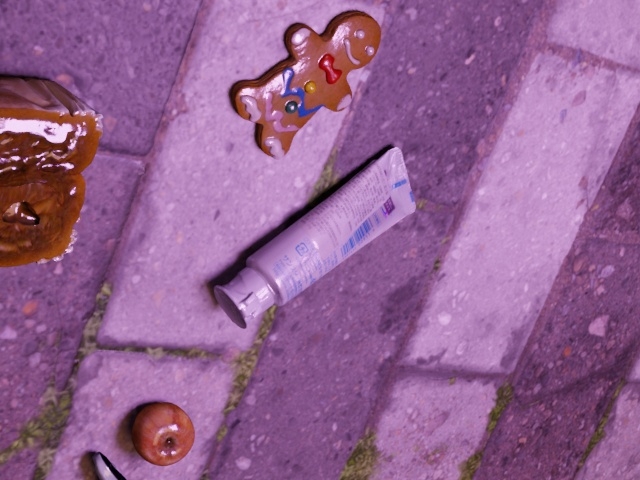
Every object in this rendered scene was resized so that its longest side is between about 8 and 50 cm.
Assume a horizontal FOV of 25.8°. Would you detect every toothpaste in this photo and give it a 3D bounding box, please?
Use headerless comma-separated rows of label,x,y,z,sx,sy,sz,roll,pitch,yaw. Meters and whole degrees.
toothpaste,0.000,0.000,1.768,0.299,0.073,0.114,-37,132,-21

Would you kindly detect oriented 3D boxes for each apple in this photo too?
apple,-0.201,0.245,1.771,0.084,0.071,0.084,-12,116,-27

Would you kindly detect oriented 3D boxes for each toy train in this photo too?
toy train,-0.248,0.356,1.819,0.051,0.052,0.234,-36,132,-5

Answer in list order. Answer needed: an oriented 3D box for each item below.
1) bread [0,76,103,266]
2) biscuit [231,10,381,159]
bread,-0.343,-0.068,1.448,0.210,0.110,0.192,1,118,-35
biscuit,-0.007,-0.196,1.660,0.205,0.031,0.138,-41,132,-9
